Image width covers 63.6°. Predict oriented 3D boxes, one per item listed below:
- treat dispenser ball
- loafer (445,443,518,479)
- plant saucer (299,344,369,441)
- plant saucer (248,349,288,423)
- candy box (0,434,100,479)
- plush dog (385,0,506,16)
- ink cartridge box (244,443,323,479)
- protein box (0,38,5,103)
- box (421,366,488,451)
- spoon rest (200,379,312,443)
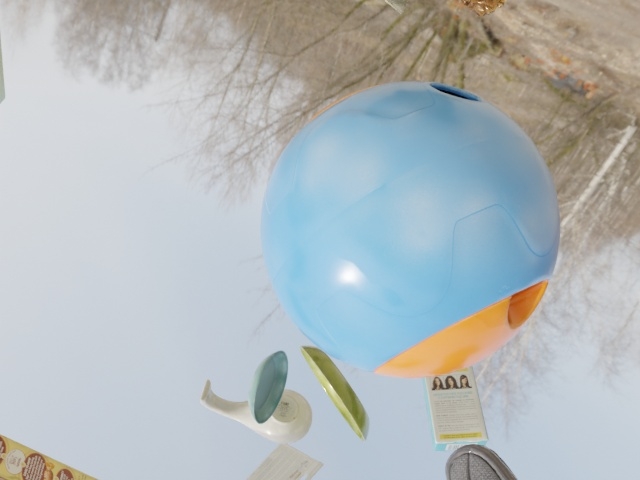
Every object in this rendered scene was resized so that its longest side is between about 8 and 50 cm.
[{"bbox_3d":[0.083,-0.011,0.520,0.288,0.288,0.288,23,-159,-9],"label":"treat dispenser ball"},{"bbox_3d":[0.275,0.399,0.651,0.095,0.109,0.303,17,-143,-53],"label":"loafer"},{"bbox_3d":[0.036,0.318,1.109,0.241,0.037,0.241,52,166,18],"label":"plant saucer"},{"bbox_3d":[-0.088,0.235,0.840,0.021,0.119,0.119,12,-164,20],"label":"plant saucer"},{"bbox_3d":[-0.545,0.490,0.947,0.316,0.183,0.087,44,-172,-28],"label":"candy box"},{"bbox_3d":[0.144,-0.341,0.439,0.262,0.225,0.211,-28,-94,-19],"label":"plush dog"},{"bbox_3d":[-0.111,0.727,1.566,0.189,0.066,0.232,-38,-155,-32],"label":"ink cartridge box"},{"bbox_3d":[-0.393,-0.143,0.438,0.136,0.201,0.200,27,-120,-17],"label":"protein box"},{"bbox_3d":[0.259,0.291,1.044,0.100,0.060,0.244,-4,-127,3],"label":"box"},{"bbox_3d":[-0.155,0.413,1.269,0.276,0.084,0.137,15,-132,-2],"label":"spoon rest"}]
